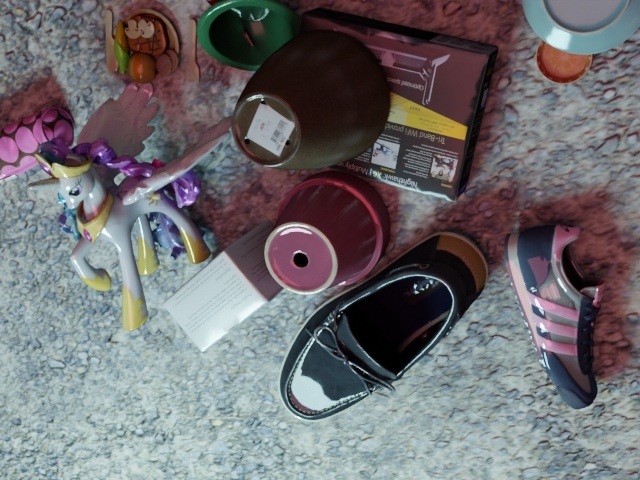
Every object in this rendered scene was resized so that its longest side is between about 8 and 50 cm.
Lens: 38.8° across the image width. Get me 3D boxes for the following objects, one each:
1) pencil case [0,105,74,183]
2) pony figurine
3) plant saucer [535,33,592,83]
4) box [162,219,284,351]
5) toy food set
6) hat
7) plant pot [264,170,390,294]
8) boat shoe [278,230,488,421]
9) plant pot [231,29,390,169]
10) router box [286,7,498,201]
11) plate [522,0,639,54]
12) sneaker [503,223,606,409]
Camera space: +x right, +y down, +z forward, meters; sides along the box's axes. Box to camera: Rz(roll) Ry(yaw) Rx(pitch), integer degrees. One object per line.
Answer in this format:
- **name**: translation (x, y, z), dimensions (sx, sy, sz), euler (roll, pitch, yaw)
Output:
- **pencil case**: translation (-0.571, -0.180, 1.759), dimensions (0.209, 0.095, 0.098), euler (-22, 65, 30)
- **pony figurine**: translation (-0.317, -0.082, 1.576), dimensions (0.303, 0.351, 0.363), euler (16, 139, 35)
- **plant saucer**: translation (0.368, -0.278, 1.371), dimensions (0.084, 0.013, 0.083), euler (8, 113, 21)
- **box**: translation (-0.151, 0.080, 1.631), dimensions (0.181, 0.182, 0.119), euler (-38, 91, 29)
- **toy food set**: translation (-0.309, -0.344, 1.614), dimensions (0.192, 0.038, 0.132), euler (9, 113, 19)
- **hat**: translation (-0.125, -0.412, 1.519), dimensions (0.209, 0.183, 0.173), euler (21, 141, -35)
- **plant pot**: translation (0.000, 0.000, 1.538), dimensions (0.202, 0.180, 0.201), euler (8, 112, 19)
- **boat shoe**: translation (0.083, 0.172, 1.587), dimensions (0.187, 0.156, 0.500), euler (47, 121, -2)
- **plant pot**: translation (-0.033, -0.191, 1.354), dimensions (0.216, 0.230, 0.215), euler (8, 112, 20)
- **router box**: translation (0.106, -0.221, 1.464), dimensions (0.309, 0.081, 0.242), euler (17, 115, 16)
- **plate**: translation (0.385, -0.364, 1.316), dimensions (0.188, 0.024, 0.188), euler (6, 107, 19)
- **sneaker**: translation (0.405, 0.124, 1.456), dimensions (0.131, 0.112, 0.318), euler (-18, 103, 30)
